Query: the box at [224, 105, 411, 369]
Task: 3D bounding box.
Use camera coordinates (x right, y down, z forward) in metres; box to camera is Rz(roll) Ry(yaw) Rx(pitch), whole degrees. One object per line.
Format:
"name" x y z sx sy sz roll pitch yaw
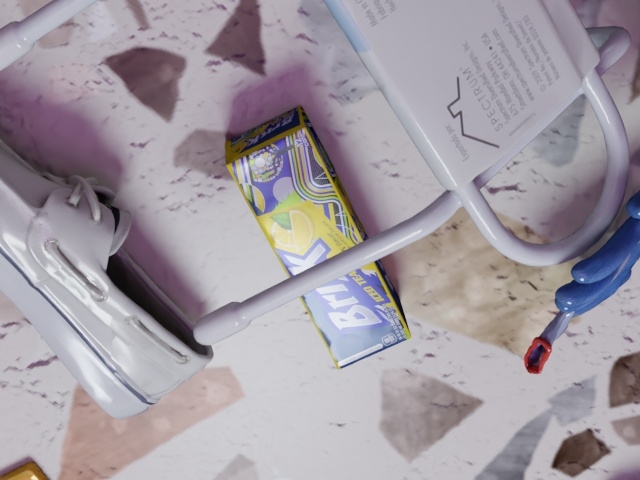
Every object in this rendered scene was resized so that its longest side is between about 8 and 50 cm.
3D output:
"box" 0.000 0.000 0.681 0.059 0.054 0.169 -25 113 7

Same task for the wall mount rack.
"wall mount rack" 0.005 -0.104 0.558 0.304 0.130 0.350 -41 112 -14

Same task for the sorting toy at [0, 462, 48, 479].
"sorting toy" -0.348 0.281 0.779 0.348 0.047 0.196 -39 110 12

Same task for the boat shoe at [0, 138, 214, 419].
"boat shoe" -0.163 0.002 0.649 0.088 0.096 0.267 -30 113 4

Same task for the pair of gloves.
"pair of gloves" 0.191 0.006 0.632 0.023 0.198 0.159 40 71 17
